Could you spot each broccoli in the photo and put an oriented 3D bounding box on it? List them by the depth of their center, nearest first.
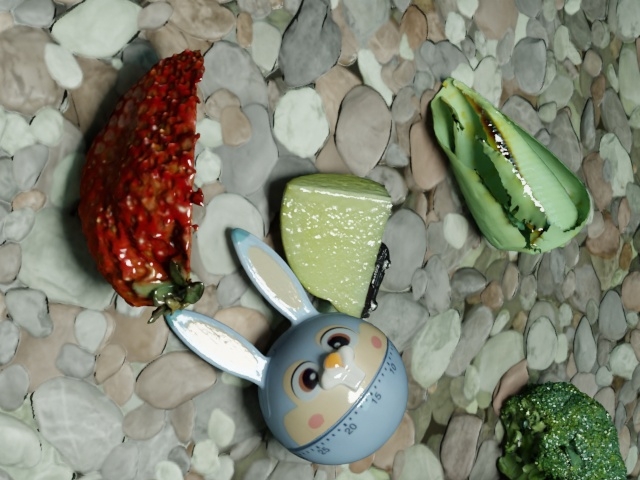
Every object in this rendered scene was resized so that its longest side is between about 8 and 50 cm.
[{"bbox_3d":[0.321,0.274,1.456,0.156,0.195,0.195,-50,127,-3],"label":"broccoli"}]

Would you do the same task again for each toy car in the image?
[{"bbox_3d":[0.053,0.044,1.265,0.041,0.025,0.093,24,81,-44],"label":"toy car"}]

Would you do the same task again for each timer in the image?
[{"bbox_3d":[-0.011,0.122,1.121,0.175,0.175,0.255,-54,128,-25],"label":"timer"}]

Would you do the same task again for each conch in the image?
[{"bbox_3d":[0.228,-0.073,1.340,0.250,0.137,0.143,43,67,-37],"label":"conch"}]

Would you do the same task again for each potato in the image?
[{"bbox_3d":[0.000,0.000,1.198,0.120,0.081,0.149,10,106,-14],"label":"potato"}]

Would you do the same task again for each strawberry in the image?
[{"bbox_3d":[-0.163,-0.048,0.990,0.107,0.175,0.235,3,55,-14],"label":"strawberry"}]
